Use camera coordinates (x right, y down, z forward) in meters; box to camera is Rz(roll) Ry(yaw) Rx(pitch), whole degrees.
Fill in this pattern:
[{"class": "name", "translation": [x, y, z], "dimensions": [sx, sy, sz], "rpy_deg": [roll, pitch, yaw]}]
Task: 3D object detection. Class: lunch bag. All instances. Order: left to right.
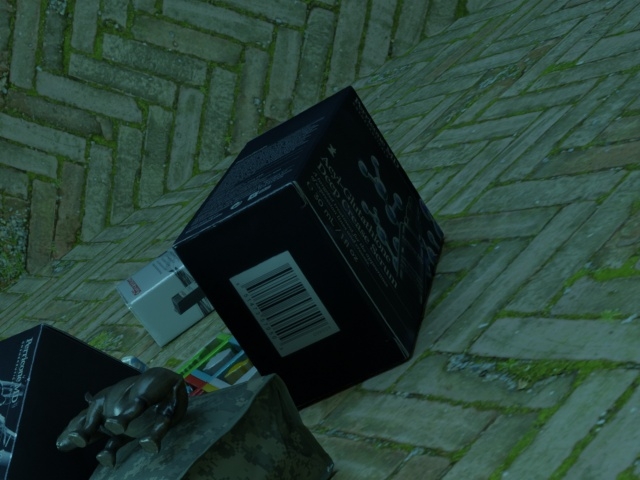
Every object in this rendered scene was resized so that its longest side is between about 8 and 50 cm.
[{"class": "lunch bag", "translation": [-0.162, 0.307, 1.438], "dimensions": [0.235, 0.169, 0.287], "rpy_deg": [-20, 16, 42]}]

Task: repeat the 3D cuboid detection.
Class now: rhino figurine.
[{"class": "rhino figurine", "translation": [-0.239, 0.209, 1.457], "dimensions": [0.243, 0.073, 0.106], "rpy_deg": [-22, 25, 48]}]

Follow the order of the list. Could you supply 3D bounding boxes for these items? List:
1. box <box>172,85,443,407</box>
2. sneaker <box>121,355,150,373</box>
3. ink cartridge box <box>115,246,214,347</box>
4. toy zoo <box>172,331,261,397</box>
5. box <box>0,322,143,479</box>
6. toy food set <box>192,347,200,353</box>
[{"class": "box", "translation": [0.000, 0.000, 1.804], "dimensions": [0.212, 0.294, 0.395], "rpy_deg": [-27, 17, 23]}, {"class": "sneaker", "translation": [-0.368, 0.289, 2.059], "dimensions": [0.228, 0.092, 0.087], "rpy_deg": [-44, 20, -28]}, {"class": "ink cartridge box", "translation": [-0.253, 0.072, 2.442], "dimensions": [0.272, 0.114, 0.197], "rpy_deg": [-35, 16, -8]}, {"class": "toy zoo", "translation": [-0.171, 0.230, 1.931], "dimensions": [0.192, 0.030, 0.293], "rpy_deg": [-40, 18, -17]}, {"class": "box", "translation": [-0.424, 0.326, 1.632], "dimensions": [0.312, 0.179, 0.343], "rpy_deg": [-22, 49, 37]}, {"class": "toy food set", "translation": [-0.212, 0.206, 2.129], "dimensions": [0.078, 0.019, 0.122], "rpy_deg": [-30, 16, 13]}]
